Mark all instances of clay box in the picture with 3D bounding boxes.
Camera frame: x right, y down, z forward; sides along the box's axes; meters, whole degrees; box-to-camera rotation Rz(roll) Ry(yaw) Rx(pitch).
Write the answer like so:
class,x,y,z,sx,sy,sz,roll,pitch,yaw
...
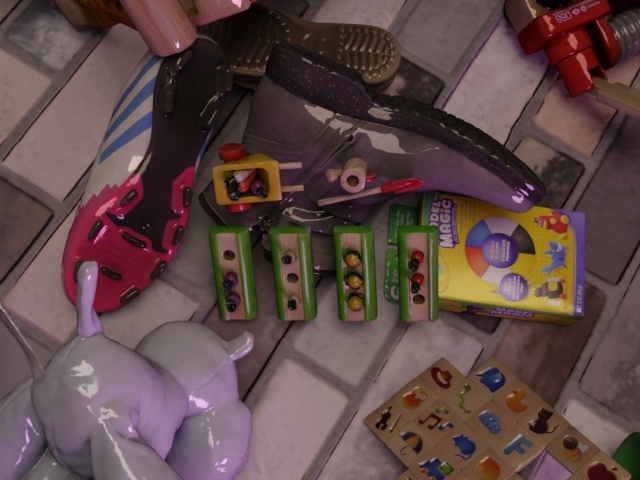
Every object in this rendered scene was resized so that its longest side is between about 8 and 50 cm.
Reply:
class,x,y,z,sx,sy,sz,roll,pitch,yaw
clay box,0.189,0.020,1.068,0.222,0.053,0.127,7,71,-4

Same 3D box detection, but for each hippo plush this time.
class,x,y,z,sx,sy,sz,roll,pitch,yaw
hippo plush,-0.196,0.171,0.912,0.234,0.236,0.294,-17,90,26

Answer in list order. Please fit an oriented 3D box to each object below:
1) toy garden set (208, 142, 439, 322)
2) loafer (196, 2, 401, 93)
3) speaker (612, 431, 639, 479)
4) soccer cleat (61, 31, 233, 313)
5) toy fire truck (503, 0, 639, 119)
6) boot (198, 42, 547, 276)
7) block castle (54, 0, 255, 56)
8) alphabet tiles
class,x,y,z,sx,sy,sz,roll,pitch,yaw
toy garden set,0.000,0.000,0.969,0.244,0.049,0.203,0,116,7
loafer,-0.034,-0.211,1.105,0.269,0.092,0.102,14,69,16
speaker,0.455,0.300,0.965,0.297,0.131,0.131,20,72,1
soccer cleat,-0.200,-0.079,1.046,0.116,0.143,0.331,25,91,-32
toy fire truck,0.376,-0.247,1.132,0.217,0.158,0.246,-24,88,-13
boot,0.054,-0.053,1.022,0.338,0.118,0.222,26,107,4
block castle,-0.128,-0.430,1.032,0.453,0.213,0.303,-43,41,-16
alphabet tiles,0.161,0.227,0.963,0.198,0.009,0.237,-36,49,-15
